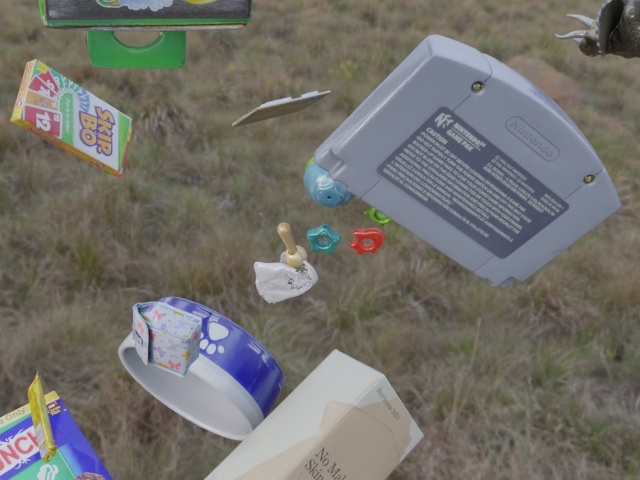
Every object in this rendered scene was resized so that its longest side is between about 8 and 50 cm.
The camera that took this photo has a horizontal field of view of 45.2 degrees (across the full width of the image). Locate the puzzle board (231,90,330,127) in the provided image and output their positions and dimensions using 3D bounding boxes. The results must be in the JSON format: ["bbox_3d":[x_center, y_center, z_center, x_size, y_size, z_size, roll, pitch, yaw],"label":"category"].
[{"bbox_3d":[-0.060,-0.200,1.156,0.128,0.011,0.096,-20,2,-30],"label":"puzzle board"}]

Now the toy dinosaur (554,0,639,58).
[{"bbox_3d":[0.482,-0.317,1.026,0.160,0.313,0.121,40,42,-9],"label":"toy dinosaur"}]

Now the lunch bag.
[{"bbox_3d":[-0.191,0.118,0.931,0.083,0.071,0.053,22,38,11],"label":"lunch bag"}]

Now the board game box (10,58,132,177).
[{"bbox_3d":[-0.461,-0.226,1.476,0.039,0.124,0.259,-6,-23,32],"label":"board game box"}]

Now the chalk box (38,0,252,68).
[{"bbox_3d":[-0.117,-0.214,0.488,0.132,0.213,0.132,-5,39,-20],"label":"chalk box"}]

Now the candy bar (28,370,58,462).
[{"bbox_3d":[-0.450,0.284,1.240,0.018,0.040,0.161,14,32,-41],"label":"candy bar"}]

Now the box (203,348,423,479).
[{"bbox_3d":[-0.021,0.316,1.062,0.311,0.148,0.121,-44,30,-18],"label":"box"}]

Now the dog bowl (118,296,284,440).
[{"bbox_3d":[-0.196,0.215,1.278,0.265,0.265,0.104,17,56,26],"label":"dog bowl"}]

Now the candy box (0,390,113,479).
[{"bbox_3d":[-0.501,0.459,1.326,0.268,0.122,0.317,-27,60,-32],"label":"candy box"}]

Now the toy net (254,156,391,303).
[{"bbox_3d":[0.000,0.000,0.947,0.122,0.232,0.045,24,40,-14],"label":"toy net"}]

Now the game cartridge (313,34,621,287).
[{"bbox_3d":[0.167,-0.075,0.808,0.297,0.198,0.062,32,27,-27],"label":"game cartridge"}]
